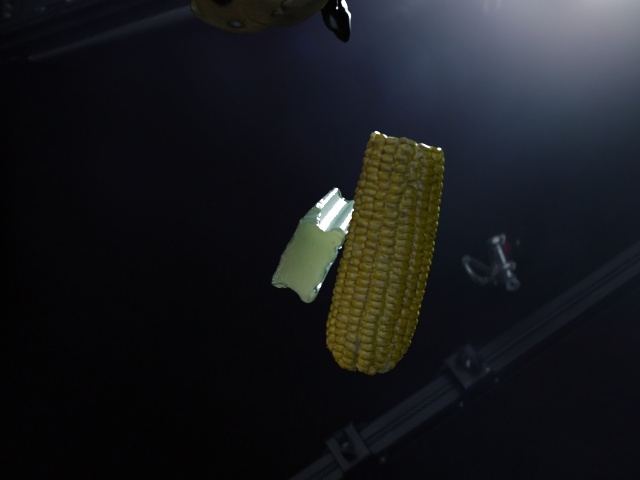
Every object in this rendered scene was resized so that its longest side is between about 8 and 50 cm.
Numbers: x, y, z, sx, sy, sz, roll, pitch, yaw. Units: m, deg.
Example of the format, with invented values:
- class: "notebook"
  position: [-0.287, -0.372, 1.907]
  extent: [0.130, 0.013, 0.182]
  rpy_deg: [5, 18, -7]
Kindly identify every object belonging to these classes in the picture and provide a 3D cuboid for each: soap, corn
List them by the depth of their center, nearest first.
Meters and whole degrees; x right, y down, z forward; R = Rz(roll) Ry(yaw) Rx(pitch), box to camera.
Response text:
- class: "corn"
  position: [0.067, 0.016, 0.687]
  extent: [0.094, 0.093, 0.244]
  rpy_deg: [16, -77, 20]
- class: "soap"
  position: [0.000, 0.000, 0.944]
  extent: [0.063, 0.198, 0.114]
  rpy_deg: [27, -73, 3]

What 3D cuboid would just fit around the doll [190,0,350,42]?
- class: "doll"
  position: [0.011, -0.274, 0.502]
  extent: [0.350, 0.247, 0.247]
  rpy_deg: [-14, -123, -23]
